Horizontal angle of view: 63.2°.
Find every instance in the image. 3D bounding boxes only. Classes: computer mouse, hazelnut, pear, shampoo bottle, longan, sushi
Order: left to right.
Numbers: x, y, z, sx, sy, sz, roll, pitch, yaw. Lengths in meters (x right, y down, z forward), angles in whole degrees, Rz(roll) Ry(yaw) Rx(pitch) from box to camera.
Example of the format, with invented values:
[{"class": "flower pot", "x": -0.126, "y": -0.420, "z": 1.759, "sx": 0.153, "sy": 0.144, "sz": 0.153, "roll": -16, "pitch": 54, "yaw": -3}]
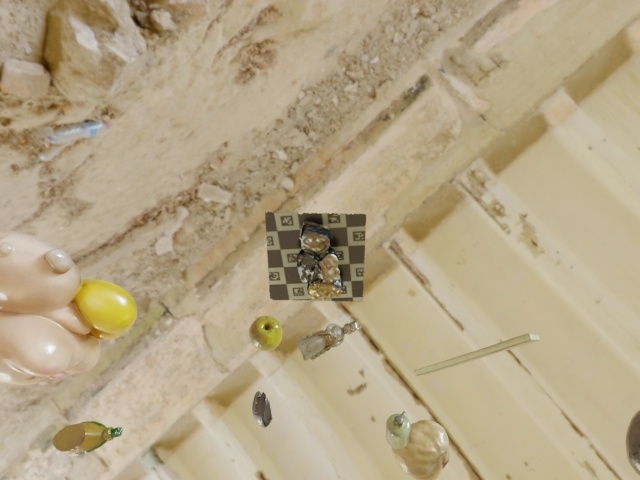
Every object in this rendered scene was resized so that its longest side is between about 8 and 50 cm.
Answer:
[{"class": "computer mouse", "x": -0.214, "y": 0.605, "z": 1.858, "sx": 0.079, "sy": 0.135, "sz": 0.047, "roll": 0, "pitch": -175, "yaw": 44}, {"class": "pear", "x": -0.234, "y": 0.396, "z": 2.211, "sx": 0.149, "sy": 0.149, "sz": 0.162, "roll": -38, "pitch": 165, "yaw": -30}, {"class": "sushi", "x": -0.011, "y": 0.051, "z": 0.987, "sx": 0.050, "sy": 0.192, "sz": 0.215, "roll": -85, "pitch": 175, "yaw": -55}, {"class": "shampoo bottle", "x": 0.248, "y": 0.603, "z": 1.664, "sx": 0.079, "sy": 0.079, "sz": 0.162, "roll": -39, "pitch": 146, "yaw": -23}, {"class": "hazelnut", "x": 0.426, "y": 0.905, "z": 2.252, "sx": 0.261, "sy": 0.261, "sz": 0.241, "roll": -40, "pitch": -156, "yaw": -15}, {"class": "longan", "x": 0.901, "y": 0.525, "z": 1.347, "sx": 0.196, "sy": 0.196, "sz": 0.220, "roll": 9, "pitch": 98, "yaw": -83}]

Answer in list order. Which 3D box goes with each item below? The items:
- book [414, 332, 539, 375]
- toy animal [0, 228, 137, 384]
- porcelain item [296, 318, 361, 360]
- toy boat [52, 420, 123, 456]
[{"class": "book", "x": 0.407, "y": 0.294, "z": 1.341, "sx": 0.295, "sy": 0.020, "sz": 0.208, "roll": -24, "pitch": 160, "yaw": 22}, {"class": "toy animal", "x": -0.497, "y": 0.153, "z": 0.929, "sx": 0.345, "sy": 0.277, "sz": 0.247, "roll": 94, "pitch": 15, "yaw": -62}, {"class": "porcelain item", "x": 0.033, "y": 0.314, "z": 1.681, "sx": 0.213, "sy": 0.084, "sz": 0.054, "roll": -24, "pitch": -178, "yaw": -4}, {"class": "toy boat", "x": -0.659, "y": 0.552, "z": 1.452, "sx": 0.229, "sy": 0.089, "sz": 0.088, "roll": -20, "pitch": 151, "yaw": 26}]
